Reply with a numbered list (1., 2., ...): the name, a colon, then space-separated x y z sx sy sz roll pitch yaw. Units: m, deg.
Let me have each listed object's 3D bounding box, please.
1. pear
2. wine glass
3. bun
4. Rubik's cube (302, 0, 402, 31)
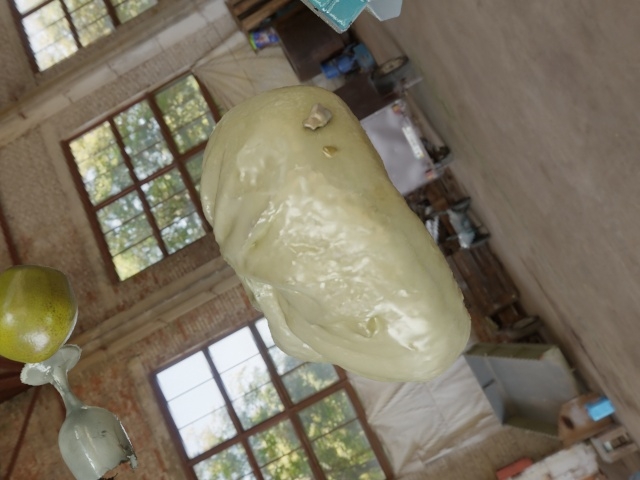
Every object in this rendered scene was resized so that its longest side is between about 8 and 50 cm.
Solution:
1. pear: -0.578 0.142 1.300 0.198 0.198 0.198 61 -176 -8
2. wine glass: -0.517 0.382 1.409 0.321 0.143 0.143 53 -179 22
3. bun: 0.000 0.000 0.532 0.259 0.160 0.259 57 -171 -15
4. Rubik's cube: 0.045 -0.470 1.071 0.265 0.213 0.224 39 -169 -13
